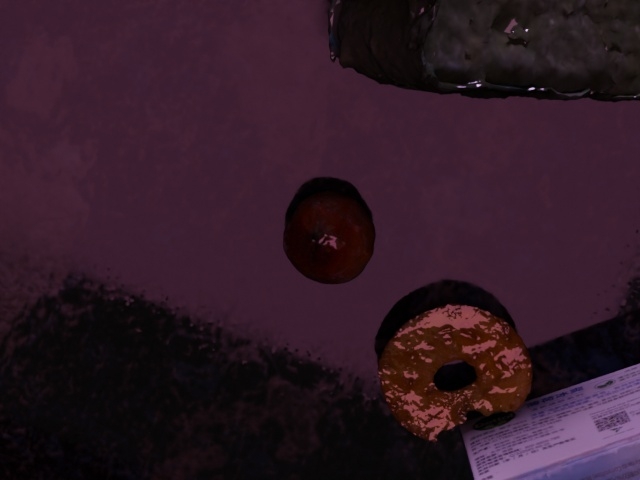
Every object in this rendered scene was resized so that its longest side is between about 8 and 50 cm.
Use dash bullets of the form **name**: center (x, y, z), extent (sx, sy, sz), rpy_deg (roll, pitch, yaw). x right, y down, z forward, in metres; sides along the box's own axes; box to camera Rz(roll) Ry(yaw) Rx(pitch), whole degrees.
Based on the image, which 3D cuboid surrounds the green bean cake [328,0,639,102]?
- **green bean cake**: center (0.142, -0.210, 1.065), extent (0.255, 0.132, 0.241), rpy_deg (-3, 99, -31)

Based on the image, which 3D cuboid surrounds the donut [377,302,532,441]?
- **donut**: center (0.095, 0.088, 1.199), extent (0.108, 0.043, 0.097), rpy_deg (-15, 101, 4)

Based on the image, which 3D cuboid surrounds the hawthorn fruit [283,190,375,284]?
- **hawthorn fruit**: center (0.000, 0.000, 1.153), extent (0.067, 0.103, 0.066), rpy_deg (1, 93, 19)

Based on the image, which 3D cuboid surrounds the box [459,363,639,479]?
- **box**: center (0.202, 0.149, 1.161), extent (0.194, 0.139, 0.073), rpy_deg (-20, 101, 4)
